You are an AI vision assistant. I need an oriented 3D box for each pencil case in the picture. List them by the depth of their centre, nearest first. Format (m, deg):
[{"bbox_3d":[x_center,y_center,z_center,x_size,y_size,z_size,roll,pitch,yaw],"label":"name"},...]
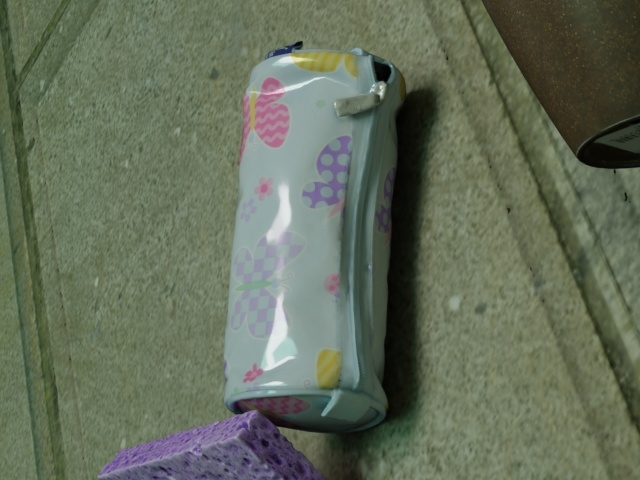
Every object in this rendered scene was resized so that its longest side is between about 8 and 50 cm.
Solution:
[{"bbox_3d":[0.000,0.000,1.257,0.124,0.113,0.273,-10,66,37],"label":"pencil case"}]

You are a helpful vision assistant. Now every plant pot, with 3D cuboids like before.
[{"bbox_3d":[0.169,-0.164,0.984,0.215,0.215,0.230,-29,66,51],"label":"plant pot"}]

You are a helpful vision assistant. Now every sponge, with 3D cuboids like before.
[{"bbox_3d":[-0.067,0.185,1.279,0.210,0.117,0.031,-23,24,53],"label":"sponge"}]
